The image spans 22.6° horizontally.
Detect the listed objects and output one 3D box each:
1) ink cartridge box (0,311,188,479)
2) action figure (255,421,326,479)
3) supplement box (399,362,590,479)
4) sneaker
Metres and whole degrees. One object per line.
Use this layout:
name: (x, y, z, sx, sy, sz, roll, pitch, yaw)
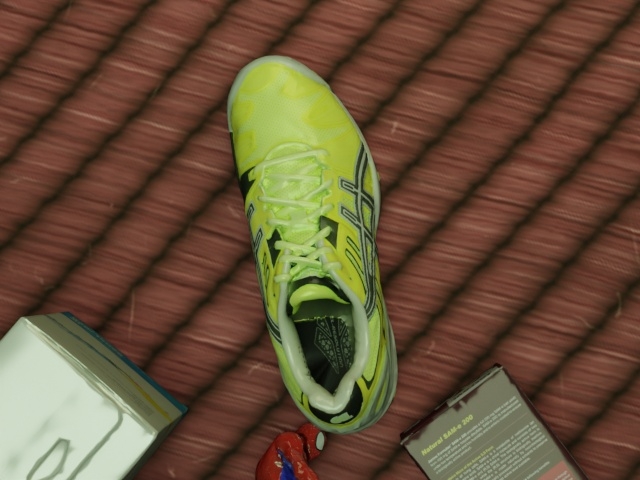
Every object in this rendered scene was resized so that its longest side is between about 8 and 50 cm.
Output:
ink cartridge box: (-0.253, 0.183, 1.527, 0.168, 0.233, 0.171, 40, 90, 2)
action figure: (-0.036, 0.289, 1.533, 0.139, 0.091, 0.280, 34, 45, 0)
supplement box: (0.199, 0.255, 1.592, 0.130, 0.073, 0.239, -36, 89, 0)
sneaker: (0.000, 0.000, 1.567, 0.145, 0.147, 0.385, -16, 87, 3)
